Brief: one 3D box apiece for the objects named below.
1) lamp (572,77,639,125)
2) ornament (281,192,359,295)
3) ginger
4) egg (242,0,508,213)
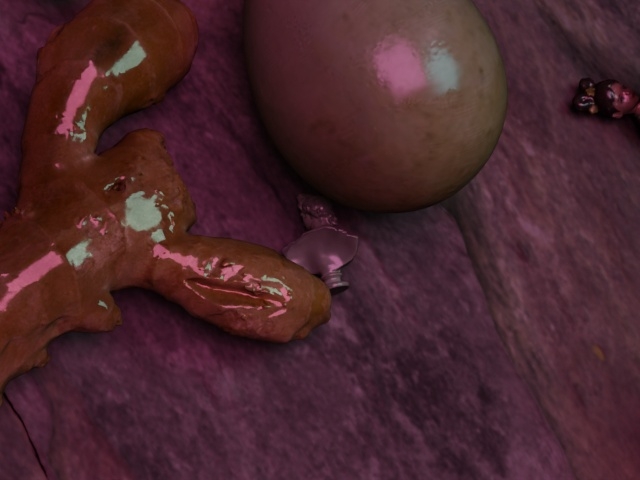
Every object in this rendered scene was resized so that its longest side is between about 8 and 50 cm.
[{"bbox_3d":[0.378,-0.130,1.889,0.253,0.118,0.118,18,70,-10],"label":"lamp"},{"bbox_3d":[0.002,0.003,1.789,0.068,0.041,0.092,11,82,13],"label":"ornament"},{"bbox_3d":[-0.205,-0.035,1.707,0.348,0.122,0.363,-20,86,-25],"label":"ginger"},{"bbox_3d":[0.040,-0.163,1.756,0.218,0.218,0.295,-24,73,-20],"label":"egg"}]
